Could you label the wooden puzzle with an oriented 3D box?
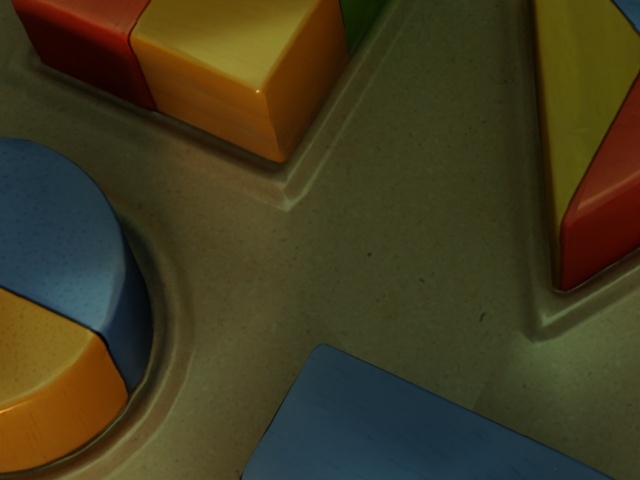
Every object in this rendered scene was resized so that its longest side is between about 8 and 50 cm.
[{"bbox_3d":[0.000,0.000,0.529,0.322,0.080,0.347,24,73,17],"label":"wooden puzzle"}]
